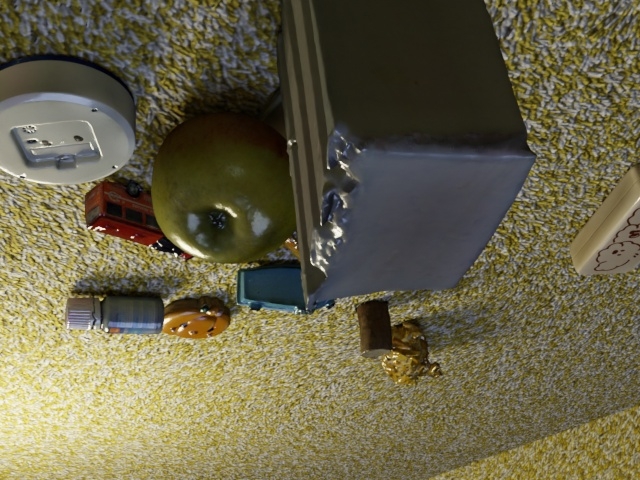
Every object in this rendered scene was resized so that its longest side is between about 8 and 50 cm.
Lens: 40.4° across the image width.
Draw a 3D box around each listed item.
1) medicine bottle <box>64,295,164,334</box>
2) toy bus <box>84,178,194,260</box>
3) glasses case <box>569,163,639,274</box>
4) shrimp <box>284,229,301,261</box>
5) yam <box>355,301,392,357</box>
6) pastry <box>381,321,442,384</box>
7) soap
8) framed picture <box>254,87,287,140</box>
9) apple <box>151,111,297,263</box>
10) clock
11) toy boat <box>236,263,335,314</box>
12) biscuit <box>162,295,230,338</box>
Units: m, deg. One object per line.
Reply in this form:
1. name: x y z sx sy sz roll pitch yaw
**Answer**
1. medicine bottle: -0.440 0.158 1.864 0.203 0.083 0.083 6 148 -20
2. toy bus: -0.304 -0.036 1.545 0.235 0.096 0.073 22 141 -40
3. glasses case: 0.648 -0.038 1.812 0.144 0.076 0.336 -3 150 -10
4. shrimp: 0.000 0.000 1.728 0.150 0.068 0.249 -39 145 23
5. yam: 0.129 0.212 2.069 0.084 0.127 0.084 -4 152 -2
6. pastry: 0.230 0.303 2.277 0.154 0.102 0.250 -11 149 11
7. soap: 0.070 -0.179 1.054 0.213 0.435 0.350 -4 148 -8
8. framed picture: -0.020 -0.182 1.434 0.189 0.023 0.260 12 145 -32
9. apple: -0.146 -0.080 1.362 0.261 0.194 0.260 8 126 11
10. clock: -0.393 -0.171 1.298 0.230 0.083 0.230 -6 153 -3
11. toy boat: -0.064 0.107 1.864 0.238 0.109 0.098 3 169 -14
12. biscuit: -0.280 0.185 1.986 0.170 0.050 0.170 -7 151 -4
